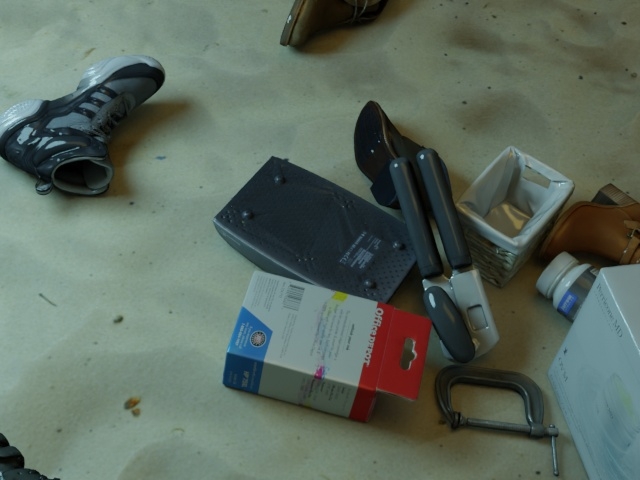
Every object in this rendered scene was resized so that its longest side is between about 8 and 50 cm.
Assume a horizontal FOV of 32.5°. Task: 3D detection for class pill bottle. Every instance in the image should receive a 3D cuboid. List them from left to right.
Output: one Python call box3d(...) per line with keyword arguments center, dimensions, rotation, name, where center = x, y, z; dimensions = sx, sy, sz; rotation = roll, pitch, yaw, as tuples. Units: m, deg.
box3d(center=(0.360, 0.080, 1.461), dimensions=(0.137, 0.078, 0.078), rotation=(39, 54, 22), name="pill bottle")

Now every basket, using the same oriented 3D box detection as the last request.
box3d(center=(0.257, -0.031, 1.520), dimensions=(0.113, 0.103, 0.167), rotation=(34, 51, 17), name="basket")

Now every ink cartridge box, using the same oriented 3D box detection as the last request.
box3d(center=(0.010, 0.134, 1.344), dimensions=(0.231, 0.078, 0.134), rotation=(15, 49, 2), name="ink cartridge box")

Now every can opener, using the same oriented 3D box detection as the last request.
box3d(center=(0.155, 0.017, 1.405), dimensions=(0.076, 0.095, 0.283), rotation=(-18, 81, 11), name="can opener")

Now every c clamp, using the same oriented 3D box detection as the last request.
box3d(center=(0.219, 0.212, 1.357), dimensions=(0.161, 0.022, 0.137), rotation=(12, 49, -2), name="c clamp")

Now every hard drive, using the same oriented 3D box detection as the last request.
box3d(center=(0.000, 0.000, 1.473), dimensions=(0.255, 0.054, 0.172), rotation=(29, 50, 12), name="hard drive")

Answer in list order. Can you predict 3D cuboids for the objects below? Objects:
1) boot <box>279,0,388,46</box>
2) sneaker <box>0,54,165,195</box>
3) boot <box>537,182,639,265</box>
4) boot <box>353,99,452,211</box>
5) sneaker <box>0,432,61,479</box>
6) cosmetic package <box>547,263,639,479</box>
box3d(center=(0.036, -0.396, 1.794), dimensions=(0.115, 0.112, 0.305), rotation=(34, 49, 4), name="boot")
box3d(center=(-0.305, -0.150, 1.516), dimensions=(0.269, 0.101, 0.153), rotation=(-30, 62, -25), name="sneaker")
box3d(center=(0.412, 0.009, 1.540), dimensions=(0.197, 0.073, 0.152), rotation=(-33, 67, -29), name="boot")
box3d(center=(0.118, -0.115, 1.601), dimensions=(0.106, 0.082, 0.219), rotation=(16, 39, -28), name="boot")
box3d(center=(-0.297, 0.260, 1.155), dimensions=(0.296, 0.104, 0.146), rotation=(-9, 57, -13), name="sneaker")
box3d(center=(0.391, 0.179, 1.285), dimensions=(0.138, 0.224, 0.224), rotation=(-4, 50, -15), name="cosmetic package")
